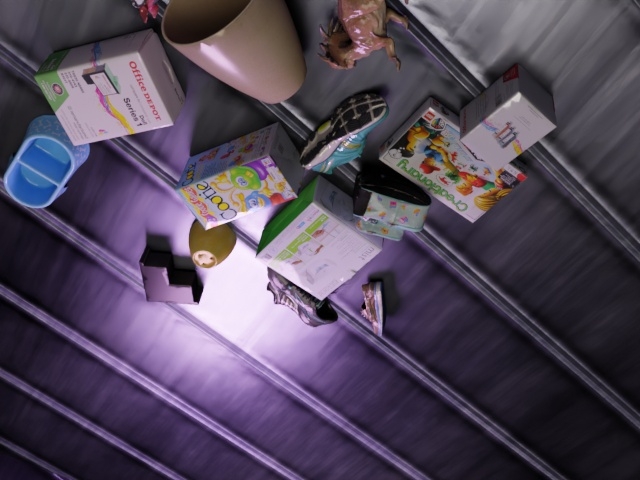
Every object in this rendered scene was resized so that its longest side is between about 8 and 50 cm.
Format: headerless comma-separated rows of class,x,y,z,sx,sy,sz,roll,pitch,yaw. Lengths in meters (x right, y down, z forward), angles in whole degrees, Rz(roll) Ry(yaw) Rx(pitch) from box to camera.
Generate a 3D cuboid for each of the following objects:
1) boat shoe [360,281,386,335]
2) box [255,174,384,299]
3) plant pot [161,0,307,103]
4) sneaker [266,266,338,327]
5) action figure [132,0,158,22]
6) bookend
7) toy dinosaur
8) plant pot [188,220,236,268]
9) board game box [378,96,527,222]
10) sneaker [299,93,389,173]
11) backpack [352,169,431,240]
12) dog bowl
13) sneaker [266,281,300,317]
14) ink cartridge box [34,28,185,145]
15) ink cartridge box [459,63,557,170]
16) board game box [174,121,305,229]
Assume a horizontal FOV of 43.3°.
boat shoe,0.150,0.192,2.299,0.066,0.066,0.183,3,121,14
box,0.000,0.000,2.111,0.231,0.127,0.262,33,128,-19
plant pot,-0.151,-0.423,1.715,0.256,0.257,0.274,-19,141,24
sneaker,-0.044,0.136,2.233,0.106,0.101,0.267,1,137,51
action figure,-0.343,-0.626,1.622,0.275,0.248,0.370,-12,131,-13
bookend,-0.426,0.101,2.312,0.156,0.072,0.157,3,130,6
toy dinosaur,0.080,-0.472,1.696,0.200,0.127,0.296,7,126,13
plant pot,-0.305,0.022,2.205,0.134,0.095,0.134,5,132,6
board game box,0.318,-0.188,1.939,0.305,0.053,0.193,32,129,-17
sneaker,0.067,-0.251,1.920,0.110,0.107,0.275,22,139,-35
backpack,0.173,-0.082,1.975,0.188,0.166,0.144,8,109,-3
dog bowl,-0.724,-0.197,2.105,0.166,0.074,0.297,33,127,-18
sneaker,-0.095,0.166,2.318,0.074,0.063,0.170,-21,122,30
ink cartridge box,-0.489,-0.356,1.894,0.278,0.117,0.201,-9,129,17
ink cartridge box,0.414,-0.272,1.799,0.127,0.128,0.176,36,128,-21
board game box,-0.196,-0.157,1.999,0.275,0.144,0.142,-18,126,24
